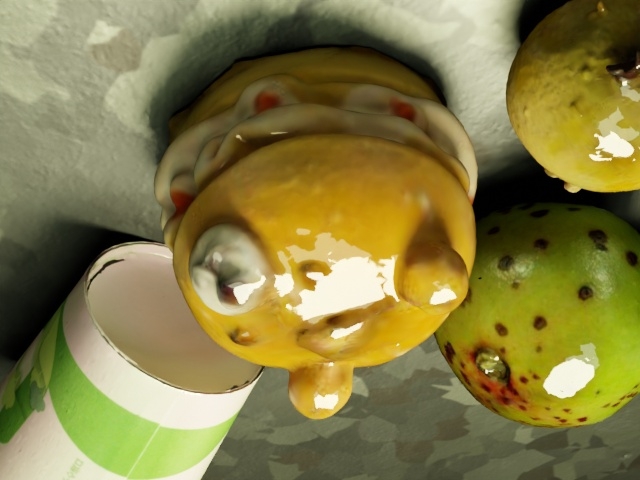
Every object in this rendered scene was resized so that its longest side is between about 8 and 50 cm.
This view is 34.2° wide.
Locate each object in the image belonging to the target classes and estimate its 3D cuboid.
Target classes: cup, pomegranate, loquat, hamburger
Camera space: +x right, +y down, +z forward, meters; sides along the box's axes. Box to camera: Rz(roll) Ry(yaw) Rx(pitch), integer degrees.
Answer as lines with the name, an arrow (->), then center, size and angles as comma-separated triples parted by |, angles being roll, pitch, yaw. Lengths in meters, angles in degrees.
cup -> -0.193, 0.160, 1.020 | 0.253, 0.253, 0.274 | 19, 126, -27
pomegranate -> 0.235, 0.069, 1.008 | 0.231, 0.230, 0.286 | -38, 158, 31
loquat -> 0.234, -0.110, 0.828 | 0.172, 0.149, 0.204 | -8, 153, -1
hamburger -> 0.000, 0.000, 0.858 | 0.277, 0.236, 0.276 | -5, 137, -5
